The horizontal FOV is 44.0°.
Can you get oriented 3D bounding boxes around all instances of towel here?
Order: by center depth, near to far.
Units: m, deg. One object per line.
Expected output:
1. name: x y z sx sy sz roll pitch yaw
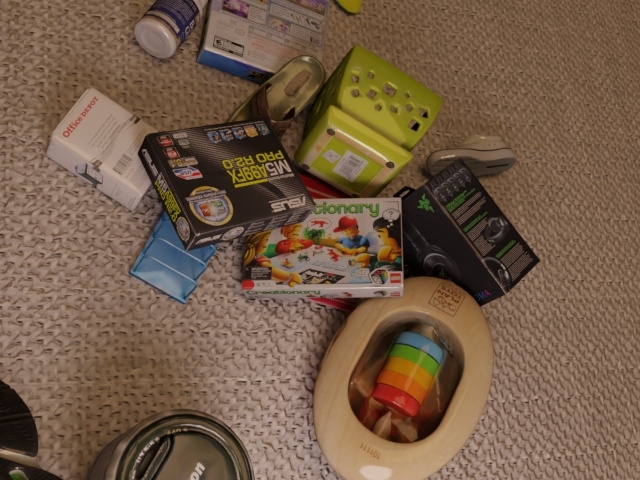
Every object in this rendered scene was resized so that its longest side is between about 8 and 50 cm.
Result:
1. towel: 0.000 0.000 1.629 0.198 0.031 0.275 18 63 -20

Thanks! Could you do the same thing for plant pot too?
1. plant pot: 0.087 -0.223 1.639 0.227 0.228 0.207 30 55 -9

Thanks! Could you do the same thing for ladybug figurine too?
1. ladybug figurine: 0.157 0.267 1.493 0.305 0.162 0.449 29 63 12

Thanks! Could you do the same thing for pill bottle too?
1. pill bottle: -0.301 -0.462 1.628 0.094 0.094 0.169 35 58 -10

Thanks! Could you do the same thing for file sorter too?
1. file sorter: -0.250 0.005 1.454 0.118 0.104 0.170 32 58 -13

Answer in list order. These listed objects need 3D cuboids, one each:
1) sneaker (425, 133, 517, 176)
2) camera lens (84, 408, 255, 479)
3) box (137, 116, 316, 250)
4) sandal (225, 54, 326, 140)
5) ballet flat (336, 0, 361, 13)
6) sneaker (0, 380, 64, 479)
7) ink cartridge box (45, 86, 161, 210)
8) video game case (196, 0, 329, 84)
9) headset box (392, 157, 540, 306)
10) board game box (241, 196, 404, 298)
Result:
1. sneaker: 0.343 -0.201 1.867 0.258 0.094 0.091 -5 54 -33
2. camera lens: -0.238 0.383 1.201 0.219 0.274 0.220 10 65 -24
3. box: -0.168 -0.111 1.452 0.270 0.060 0.216 -15 67 -38
4. sandal: -0.099 -0.270 1.627 0.120 0.086 0.303 38 79 -10
5. ballet flat: 0.046 -0.659 1.899 0.077 0.077 0.231 -17 78 -32
6. sneaker: -0.492 0.395 1.131 0.447 0.258 0.169 39 22 31
7. ink cartridge box: -0.387 -0.170 1.469 0.190 0.082 0.140 33 58 -10
8. video game case: -0.121 -0.461 1.740 0.269 0.061 0.245 16 65 -21
9. headset box: 0.258 0.001 1.632 0.131 0.246 0.283 -36 89 -34
10. board game box: 0.007 0.014 1.525 0.305 0.053 0.193 -1 64 4
